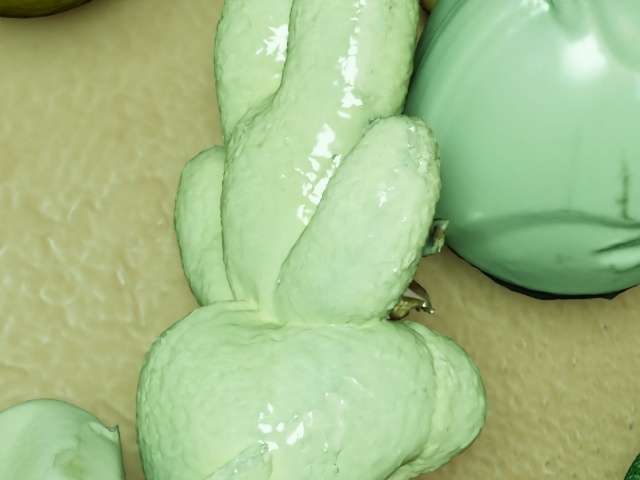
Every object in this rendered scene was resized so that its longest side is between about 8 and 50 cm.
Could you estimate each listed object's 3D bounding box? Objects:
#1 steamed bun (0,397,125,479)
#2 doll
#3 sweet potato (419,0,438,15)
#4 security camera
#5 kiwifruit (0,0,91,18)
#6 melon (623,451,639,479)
[{"bbox_3d":[-0.124,0.158,0.691,0.106,0.183,0.183,-5,83,-5],"label":"steamed bun"},{"bbox_3d":[0.003,0.000,0.730,0.149,0.175,0.278,6,85,0],"label":"doll"},{"bbox_3d":[0.105,-0.177,0.858,0.053,0.054,0.182,36,74,28],"label":"sweet potato"},{"bbox_3d":[0.170,-0.072,0.787,0.277,0.191,0.197,-13,54,-15],"label":"security camera"},{"bbox_3d":[-0.152,-0.212,0.724,0.234,0.196,0.196,38,74,-2],"label":"kiwifruit"},{"bbox_3d":[0.253,0.142,0.782,0.287,0.182,0.182,0,82,-18],"label":"melon"}]
